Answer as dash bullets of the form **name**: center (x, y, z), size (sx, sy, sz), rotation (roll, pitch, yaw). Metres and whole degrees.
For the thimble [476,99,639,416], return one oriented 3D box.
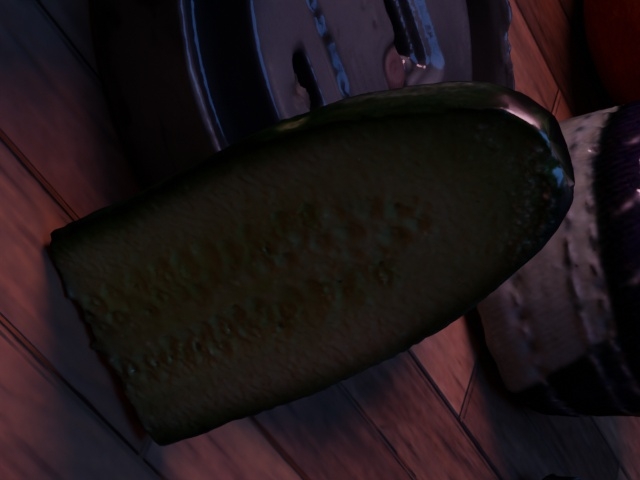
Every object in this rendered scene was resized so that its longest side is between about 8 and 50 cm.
- **thimble**: center (0.214, 0.010, 0.943), size (0.237, 0.150, 0.237), rotation (15, 71, -54)

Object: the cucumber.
- **cucumber**: center (0.000, 0.000, 0.552), size (0.115, 0.244, 0.063), rotation (58, 37, -16)

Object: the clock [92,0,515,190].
- **clock**: center (0.007, -0.115, 0.722), size (0.325, 0.067, 0.325), rotation (12, 76, -55)

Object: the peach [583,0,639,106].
- **peach**: center (0.324, -0.181, 1.047), size (0.275, 0.249, 0.245), rotation (34, 69, -43)

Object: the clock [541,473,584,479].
- **clock**: center (0.140, 0.329, 0.877), size (0.279, 0.049, 0.273), rotation (-34, 113, -53)
